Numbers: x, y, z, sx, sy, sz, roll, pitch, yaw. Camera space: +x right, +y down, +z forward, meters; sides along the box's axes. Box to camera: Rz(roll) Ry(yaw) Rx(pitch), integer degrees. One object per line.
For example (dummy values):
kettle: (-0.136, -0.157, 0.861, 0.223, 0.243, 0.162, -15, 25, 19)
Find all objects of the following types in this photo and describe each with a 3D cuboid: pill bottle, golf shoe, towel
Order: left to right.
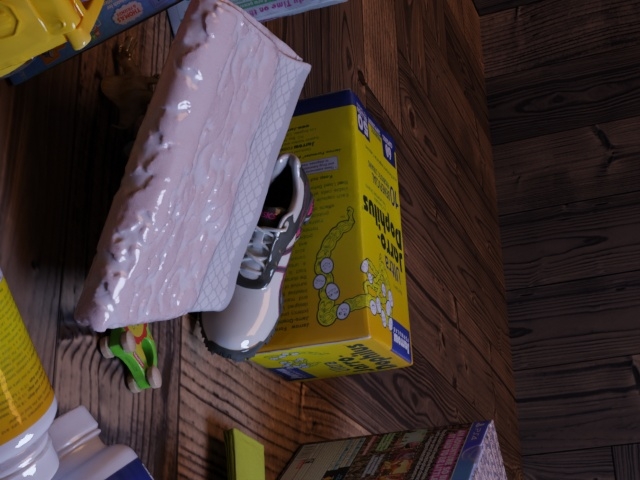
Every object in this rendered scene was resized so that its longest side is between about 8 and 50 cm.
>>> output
pill bottle: (-0.279, 0.098, 0.872, 0.117, 0.117, 0.215, -60, 136, -62)
pill bottle: (-0.191, 0.244, 0.991, 0.186, 0.112, 0.112, 54, 19, 4)
towel: (-0.119, -0.069, 1.185, 0.332, 0.053, 0.317, -70, 165, 4)
towel: (-0.087, 0.351, 1.360, 0.102, 0.021, 0.237, 51, 30, -60)
golf shoe: (-0.084, 0.015, 1.405, 0.120, 0.105, 0.273, 97, 9, -62)

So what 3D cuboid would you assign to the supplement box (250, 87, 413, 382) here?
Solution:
supplement box: (0.000, 0.000, 1.598, 0.194, 0.195, 0.356, 37, 46, -63)

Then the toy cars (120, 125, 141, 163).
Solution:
toy cars: (-0.145, -0.077, 1.390, 0.393, 0.087, 0.176, -52, 128, -65)

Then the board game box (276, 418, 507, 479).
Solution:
board game box: (0.090, 0.365, 1.516, 0.232, 0.291, 0.141, -41, 119, -67)

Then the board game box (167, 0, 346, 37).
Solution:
board game box: (-0.112, -0.434, 1.471, 0.097, 0.224, 0.303, -38, 117, -71)

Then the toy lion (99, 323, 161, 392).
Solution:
toy lion: (-0.204, 0.100, 1.225, 0.096, 0.034, 0.100, -91, 160, -47)

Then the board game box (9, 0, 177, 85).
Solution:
board game box: (-0.197, -0.230, 1.131, 0.039, 0.211, 0.160, 62, 23, -13)

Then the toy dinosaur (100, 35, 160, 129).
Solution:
toy dinosaur: (-0.206, -0.157, 1.287, 0.093, 0.053, 0.183, 17, 39, -22)

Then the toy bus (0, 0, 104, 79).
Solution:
toy bus: (-0.248, -0.264, 1.015, 0.220, 0.211, 0.149, -84, 153, -44)
